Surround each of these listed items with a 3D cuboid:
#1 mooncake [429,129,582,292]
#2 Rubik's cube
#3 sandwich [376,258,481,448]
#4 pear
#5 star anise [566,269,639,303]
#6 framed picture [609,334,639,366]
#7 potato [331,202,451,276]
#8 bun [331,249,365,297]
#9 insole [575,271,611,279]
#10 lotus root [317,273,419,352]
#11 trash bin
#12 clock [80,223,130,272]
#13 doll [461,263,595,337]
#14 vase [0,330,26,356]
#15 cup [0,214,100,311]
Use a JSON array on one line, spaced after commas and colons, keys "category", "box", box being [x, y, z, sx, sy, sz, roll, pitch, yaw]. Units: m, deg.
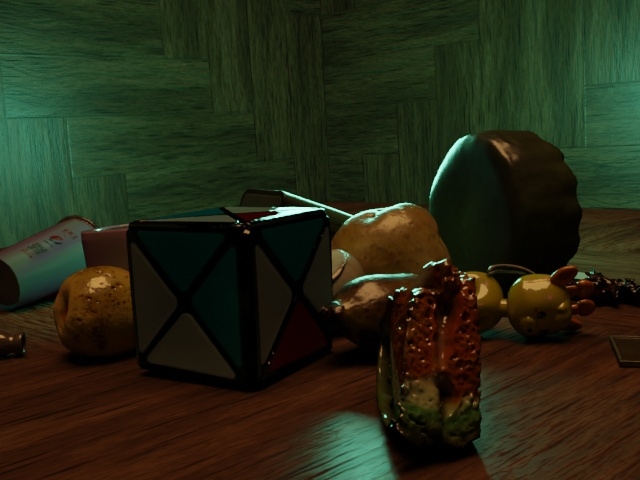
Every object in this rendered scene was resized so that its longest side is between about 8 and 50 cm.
[{"category": "mooncake", "box": [0.401, -0.066, 1.716, 0.194, 0.356, 0.356, -5, 7, -26]}, {"category": "Rubik's cube", "box": [-0.140, 0.078, 1.265, 0.248, 0.246, 0.250, 1, 8, 31]}, {"category": "sandwich", "box": [0.136, 0.133, 0.967, 0.109, 0.212, 0.292, 11, -6, -2]}, {"category": "pear", "box": [-0.376, 0.128, 1.384, 0.178, 0.178, 0.178, -3, 7, 0]}, {"category": "star anise", "box": [0.552, 0.095, 1.555, 0.157, 0.053, 0.212, -3, 9, -1]}, {"category": "framed picture", "box": [0.503, 0.167, 1.194, 0.109, 0.011, 0.149, -2, 8, 15]}, {"category": "potato", "box": [0.138, 0.037, 1.607, 0.286, 0.242, 0.242, -3, 7, 23]}, {"category": "bun", "box": [0.013, 0.104, 1.467, 0.173, 0.120, 0.173, -30, 20, 12]}, {"category": "insole", "box": [0.609, 0.085, 1.789, 0.065, 0.004, 0.197, -6, 8, -20]}, {"category": "lotus root", "box": [0.105, 0.117, 1.287, 0.260, 0.128, 0.145, 2, 3, -39]}, {"category": "trash bin", "box": [0.000, 0.000, 1.780, 0.344, 0.158, 0.223, 14, -2, -29]}, {"category": "clock", "box": [-0.310, 0.009, 1.610, 0.339, 0.102, 0.338, -6, 5, 1]}, {"category": "doll", "box": [0.351, 0.106, 1.333, 0.221, 0.143, 0.135, -7, 34, 17]}, {"category": "vase", "box": [-0.581, 0.185, 1.400, 0.101, 0.053, 0.053, 0, 7, -9]}, {"category": "cup", "box": [-0.684, 0.065, 1.927, 0.203, 0.203, 0.288, 0, 14, 24]}]
